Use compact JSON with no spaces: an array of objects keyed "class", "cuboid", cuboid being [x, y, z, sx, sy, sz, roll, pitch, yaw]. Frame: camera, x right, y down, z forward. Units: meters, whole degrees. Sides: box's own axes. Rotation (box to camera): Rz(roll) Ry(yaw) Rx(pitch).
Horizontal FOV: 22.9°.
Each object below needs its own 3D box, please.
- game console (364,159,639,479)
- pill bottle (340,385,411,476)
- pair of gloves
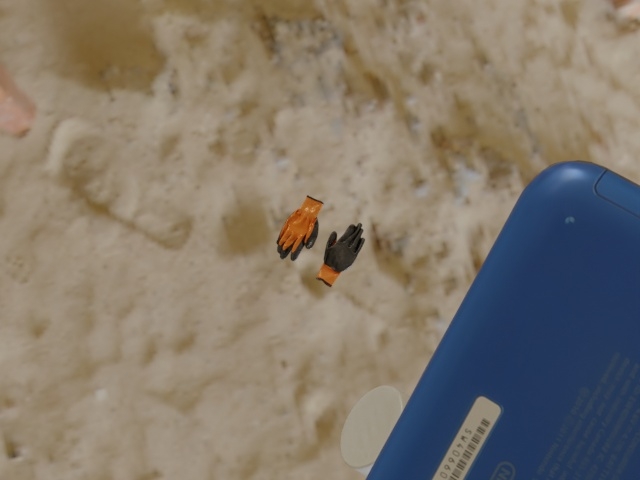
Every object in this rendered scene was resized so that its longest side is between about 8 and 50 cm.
[{"class":"game console","cuboid":[0.159,0.145,0.728,0.293,0.250,0.173,-62,162,8]},{"class":"pill bottle","cuboid":[0.135,0.255,1.794,0.221,0.121,0.121,32,52,-30]},{"class":"pair of gloves","cuboid":[0.000,0.000,1.630,0.074,0.083,0.010,-57,169,-12]}]
